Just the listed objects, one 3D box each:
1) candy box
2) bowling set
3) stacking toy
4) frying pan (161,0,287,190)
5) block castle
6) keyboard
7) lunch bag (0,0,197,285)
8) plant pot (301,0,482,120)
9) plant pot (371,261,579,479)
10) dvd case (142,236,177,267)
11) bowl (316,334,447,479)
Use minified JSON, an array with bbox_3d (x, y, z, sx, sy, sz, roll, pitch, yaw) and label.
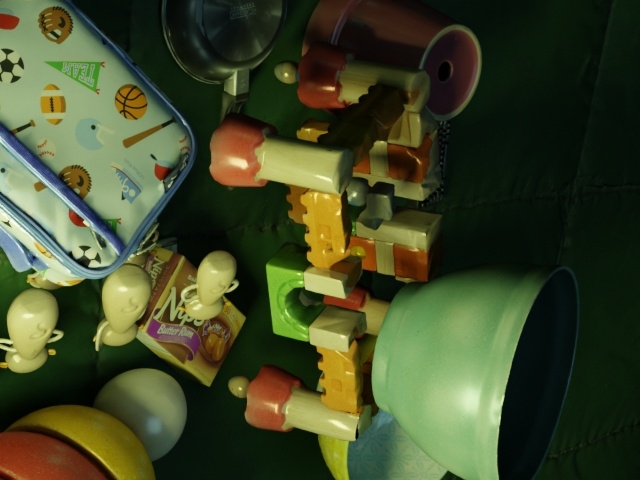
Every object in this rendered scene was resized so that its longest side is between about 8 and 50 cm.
[{"bbox_3d":[-0.176,0.099,1.712,0.109,0.053,0.186,-62,148,-17],"label":"candy box"},{"bbox_3d":[-0.252,0.023,1.568,0.287,0.200,0.154,-9,152,-22],"label":"bowling set"},{"bbox_3d":[-0.302,0.314,1.560,0.480,0.350,0.350,-43,135,-46],"label":"stacking toy"},{"bbox_3d":[-0.126,-0.226,1.655,0.197,0.053,0.326,9,97,-47],"label":"frying pan"},{"bbox_3d":[0.000,0.000,1.704,0.303,0.213,0.453,-48,142,-46],"label":"block castle"},{"bbox_3d":[0.161,-0.134,2.009,0.108,0.023,0.180,-15,116,-42],"label":"keyboard"},{"bbox_3d":[-0.284,-0.103,1.408,0.303,0.115,0.243,46,59,-20],"label":"lunch bag"},{"bbox_3d":[0.107,-0.241,1.787,0.201,0.180,0.201,-22,123,-39],"label":"plant pot"},{"bbox_3d":[0.185,0.154,1.680,0.293,0.196,0.293,-38,135,-53],"label":"plant pot"},{"bbox_3d":[-0.220,0.060,1.703,0.087,0.013,0.119,-16,117,-41],"label":"dvd case"},{"bbox_3d":[0.086,0.239,1.992,0.289,0.156,0.289,-22,122,-39],"label":"bowl"}]
